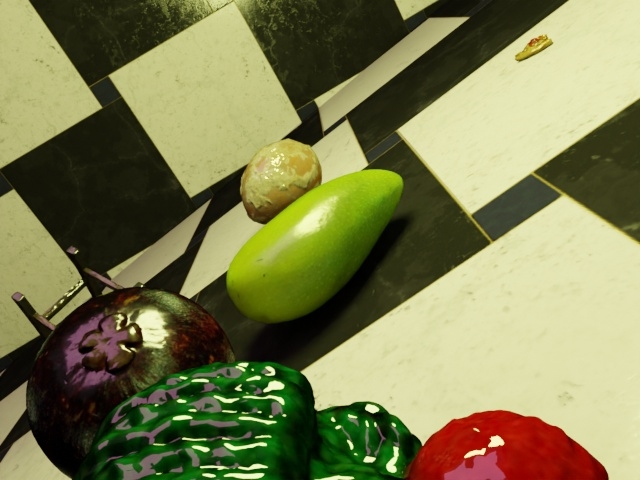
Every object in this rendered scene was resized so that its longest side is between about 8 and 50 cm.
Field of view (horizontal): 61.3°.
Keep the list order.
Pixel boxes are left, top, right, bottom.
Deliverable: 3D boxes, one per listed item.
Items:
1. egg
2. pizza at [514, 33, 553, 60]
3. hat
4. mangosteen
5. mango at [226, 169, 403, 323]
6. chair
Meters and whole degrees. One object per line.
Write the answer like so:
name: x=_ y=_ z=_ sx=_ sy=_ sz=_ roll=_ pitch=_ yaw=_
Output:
egg: x=-0.100 y=-0.143 z=1.349 sx=0.233 sy=0.195 sz=0.195 roll=-63 pitch=23 yaw=-9
pizza: x=0.460 y=-0.425 z=1.166 sx=0.083 sy=0.025 sz=0.078 roll=-24 pitch=27 yaw=42
hat: x=0.018 y=0.201 z=0.361 sx=0.332 sy=0.242 sz=0.274 roll=-14 pitch=47 yaw=6
mangosteen: x=-0.246 y=0.205 z=0.747 sx=0.288 sy=0.288 sz=0.288 roll=-35 pitch=19 yaw=14
mango: x=0.000 y=0.000 z=0.878 sx=0.343 sy=0.156 sz=0.192 roll=-42 pitch=20 yaw=-10
chair: x=-0.539 y=0.248 z=1.352 sx=0.241 sy=0.416 sz=0.203 roll=23 pitch=53 yaw=18
